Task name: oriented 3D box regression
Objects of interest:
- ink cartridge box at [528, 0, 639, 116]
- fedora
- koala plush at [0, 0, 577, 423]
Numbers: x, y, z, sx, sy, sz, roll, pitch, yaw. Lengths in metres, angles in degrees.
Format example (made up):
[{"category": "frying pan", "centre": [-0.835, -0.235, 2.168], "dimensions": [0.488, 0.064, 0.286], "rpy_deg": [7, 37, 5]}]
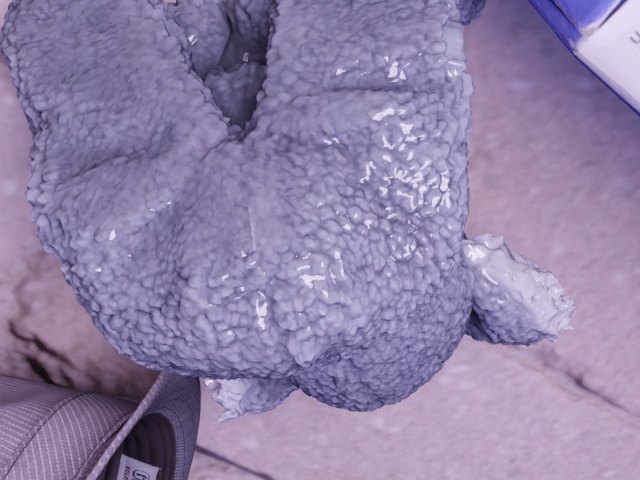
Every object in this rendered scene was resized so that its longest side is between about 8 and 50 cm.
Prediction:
[{"category": "ink cartridge box", "centre": [0.233, -0.116, 0.429], "dimensions": [0.395, 0.151, 0.270], "rpy_deg": [34, 110, -32]}, {"category": "fedora", "centre": [-0.161, 0.144, 0.624], "dimensions": [0.124, 0.243, 0.275], "rpy_deg": [25, 166, 9]}, {"category": "koala plush", "centre": [0.000, 0.000, 0.527], "dimensions": [0.196, 0.203, 0.221], "rpy_deg": [-17, 144, 10]}]
